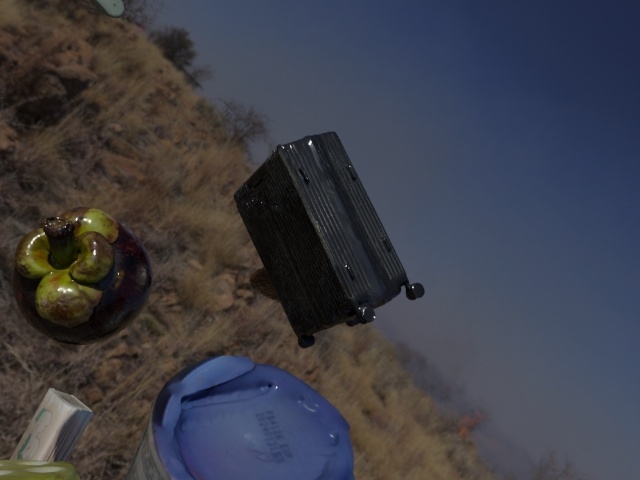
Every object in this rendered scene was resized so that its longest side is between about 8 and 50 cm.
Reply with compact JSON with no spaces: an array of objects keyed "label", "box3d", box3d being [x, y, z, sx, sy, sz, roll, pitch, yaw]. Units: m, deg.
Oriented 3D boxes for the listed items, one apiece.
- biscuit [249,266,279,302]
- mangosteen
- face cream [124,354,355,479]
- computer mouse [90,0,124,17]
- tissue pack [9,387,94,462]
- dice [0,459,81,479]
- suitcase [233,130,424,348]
[{"label":"biscuit","box3d":[-0.012,0.120,1.387,0.318,0.040,0.318,7,-20,2]},{"label":"mangosteen","box3d":[-0.337,0.039,0.798,0.192,0.192,0.217,43,-17,22]},{"label":"face cream","box3d":[-0.105,0.297,0.690,0.249,0.225,0.249,18,27,-10]},{"label":"computer mouse","box3d":[-0.504,-0.557,1.329,0.032,0.056,0.110,-4,-34,41]},{"label":"tissue pack","box3d":[-0.596,0.479,1.188,0.071,0.325,0.170,37,-22,-33]},{"label":"dice","box3d":[-0.344,0.320,0.588,0.169,0.169,0.166,10,-15,-37]},{"label":"suitcase","box3d":[0.000,0.000,1.045,0.229,0.152,0.335,-34,-102,52]}]
